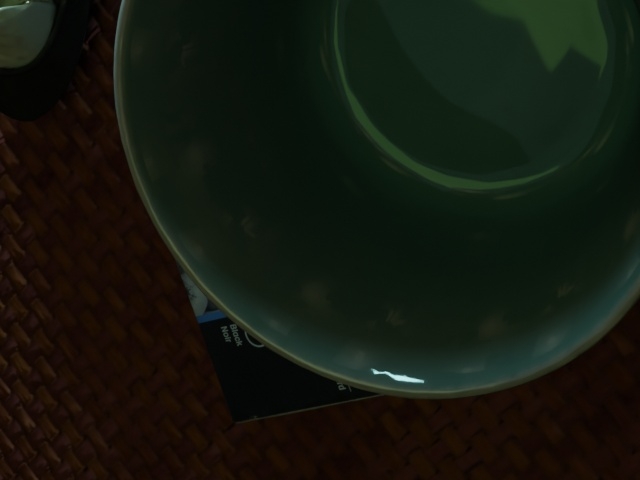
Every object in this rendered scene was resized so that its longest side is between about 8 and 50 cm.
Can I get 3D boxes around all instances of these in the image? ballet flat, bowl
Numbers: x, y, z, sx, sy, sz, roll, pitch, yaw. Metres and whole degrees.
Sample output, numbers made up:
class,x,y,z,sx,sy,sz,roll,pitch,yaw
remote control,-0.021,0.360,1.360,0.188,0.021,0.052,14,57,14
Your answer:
class,x,y,z,sx,sy,sz,roll,pitch,yaw
ballet flat,-0.187,-0.191,1.244,0.095,0.096,0.280,34,122,19
bowl,0.061,-0.088,1.056,0.311,0.163,0.312,8,113,20

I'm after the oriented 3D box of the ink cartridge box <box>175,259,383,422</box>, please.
class,x,y,z,sx,sy,sz,roll,pitch,yaw
ink cartridge box,0.000,0.000,1.219,0.208,0.045,0.206,-16,96,35
